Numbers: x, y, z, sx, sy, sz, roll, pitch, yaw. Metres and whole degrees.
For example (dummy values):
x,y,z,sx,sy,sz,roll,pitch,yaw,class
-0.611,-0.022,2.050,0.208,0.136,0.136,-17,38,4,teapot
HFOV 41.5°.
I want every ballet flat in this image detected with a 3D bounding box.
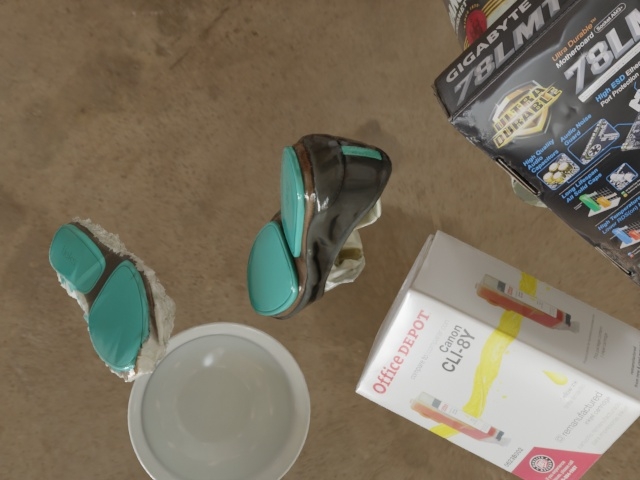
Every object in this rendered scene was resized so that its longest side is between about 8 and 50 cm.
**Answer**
x,y,z,sx,sy,sz,roll,pitch,yaw,class
-0.295,0.081,1.298,0.147,0.147,0.409,-48,41,0,ballet flat
0.000,0.000,0.752,0.096,0.280,0.095,-8,69,-17,ballet flat

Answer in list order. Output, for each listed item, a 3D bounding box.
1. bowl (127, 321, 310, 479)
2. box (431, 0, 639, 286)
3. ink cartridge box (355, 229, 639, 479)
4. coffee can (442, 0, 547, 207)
x,y,z,sx,sy,sz,roll,pitch,yaw,class
-0.175,0.285,1.431,0.297,0.134,0.298,1,84,-14,bowl
0.290,-0.123,0.647,0.293,0.073,0.295,34,115,-27,box
0.283,0.201,1.352,0.384,0.279,0.160,27,42,5,ink cartridge box
0.247,-0.201,0.851,0.201,0.201,0.276,-18,64,6,coffee can
